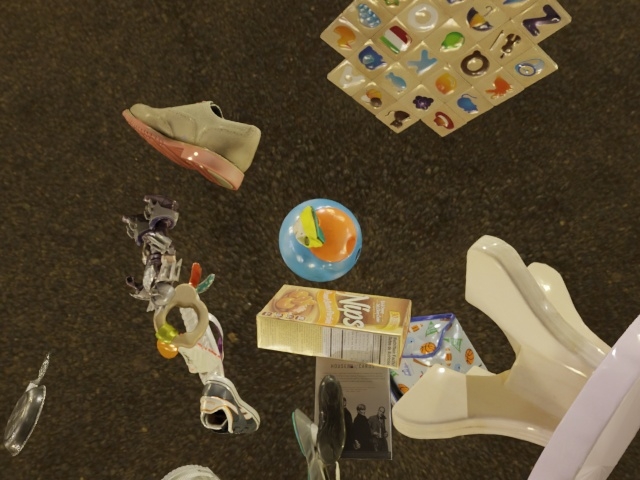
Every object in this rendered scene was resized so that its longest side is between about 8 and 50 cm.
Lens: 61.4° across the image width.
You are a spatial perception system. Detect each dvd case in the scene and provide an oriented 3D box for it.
[{"bbox_3d":[0.076,0.385,1.264,0.179,0.029,0.239,0,66,4],"label":"dvd case"}]

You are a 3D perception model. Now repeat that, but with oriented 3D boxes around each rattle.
[{"bbox_3d":[-0.323,0.173,1.308,0.130,0.143,0.200,4,59,3],"label":"rattle"}]

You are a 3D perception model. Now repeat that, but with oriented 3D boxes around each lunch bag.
[{"bbox_3d":[0.326,0.443,1.830,0.239,0.385,0.328,-46,113,-38],"label":"lunch bag"}]

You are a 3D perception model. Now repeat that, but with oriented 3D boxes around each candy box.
[{"bbox_3d":[0.036,0.187,1.220,0.316,0.183,0.088,5,110,15],"label":"candy box"}]

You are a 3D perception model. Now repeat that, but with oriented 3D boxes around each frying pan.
[{"bbox_3d":[-0.836,0.452,1.569,0.053,0.197,0.326,29,51,-32],"label":"frying pan"}]

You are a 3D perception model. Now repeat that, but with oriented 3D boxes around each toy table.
[{"bbox_3d":[0.210,0.125,0.507,0.274,0.252,0.161,-25,39,-36],"label":"toy table"}]

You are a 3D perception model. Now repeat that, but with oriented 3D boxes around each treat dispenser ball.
[{"bbox_3d":[0.000,0.000,1.872,0.288,0.288,0.288,0,78,2],"label":"treat dispenser ball"}]

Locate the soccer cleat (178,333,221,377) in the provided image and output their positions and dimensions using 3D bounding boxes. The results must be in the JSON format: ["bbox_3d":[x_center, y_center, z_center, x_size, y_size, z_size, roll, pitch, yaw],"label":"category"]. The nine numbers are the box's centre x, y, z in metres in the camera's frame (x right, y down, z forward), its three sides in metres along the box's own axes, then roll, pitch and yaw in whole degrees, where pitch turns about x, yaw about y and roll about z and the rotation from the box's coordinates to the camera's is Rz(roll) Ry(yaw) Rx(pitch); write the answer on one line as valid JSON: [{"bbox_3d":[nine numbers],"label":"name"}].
[{"bbox_3d":[-0.332,0.310,1.427,0.068,0.196,0.076,24,73,32],"label":"soccer cleat"}]

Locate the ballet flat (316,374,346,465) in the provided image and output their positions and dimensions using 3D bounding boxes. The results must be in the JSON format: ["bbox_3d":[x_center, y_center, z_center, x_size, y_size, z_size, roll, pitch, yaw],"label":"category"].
[{"bbox_3d":[0.022,0.345,1.040,0.057,0.049,0.173,2,92,1],"label":"ballet flat"}]

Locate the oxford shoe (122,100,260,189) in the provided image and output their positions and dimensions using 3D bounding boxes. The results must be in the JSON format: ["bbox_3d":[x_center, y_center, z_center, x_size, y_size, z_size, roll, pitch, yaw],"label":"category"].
[{"bbox_3d":[-0.287,-0.243,1.208,0.397,0.140,0.147,29,82,29],"label":"oxford shoe"}]

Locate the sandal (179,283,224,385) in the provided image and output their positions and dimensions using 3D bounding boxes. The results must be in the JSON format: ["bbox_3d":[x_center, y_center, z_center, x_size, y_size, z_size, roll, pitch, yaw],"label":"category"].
[{"bbox_3d":[-0.391,0.330,1.892,0.102,0.169,0.416,-9,64,-34],"label":"sandal"}]

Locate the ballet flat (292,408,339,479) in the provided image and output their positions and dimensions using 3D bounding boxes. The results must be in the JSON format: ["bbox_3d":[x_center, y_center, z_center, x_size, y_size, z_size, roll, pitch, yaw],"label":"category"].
[{"bbox_3d":[-0.001,0.434,1.078,0.068,0.072,0.213,-21,55,8],"label":"ballet flat"}]

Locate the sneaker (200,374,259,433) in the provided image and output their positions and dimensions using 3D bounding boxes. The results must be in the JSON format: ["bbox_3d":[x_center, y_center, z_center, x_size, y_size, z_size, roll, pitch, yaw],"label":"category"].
[{"bbox_3d":[-0.300,0.567,1.732,0.126,0.321,0.127,-4,46,21],"label":"sneaker"}]

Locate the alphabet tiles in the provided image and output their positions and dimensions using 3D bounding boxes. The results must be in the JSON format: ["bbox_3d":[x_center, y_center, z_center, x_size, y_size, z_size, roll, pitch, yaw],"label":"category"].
[{"bbox_3d":[0.175,-0.289,0.822,0.285,0.342,0.011,31,57,-25],"label":"alphabet tiles"}]

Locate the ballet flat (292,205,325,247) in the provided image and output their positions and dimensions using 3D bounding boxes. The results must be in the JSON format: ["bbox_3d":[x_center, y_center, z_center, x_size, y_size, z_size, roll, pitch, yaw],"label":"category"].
[{"bbox_3d":[-0.036,-0.028,1.513,0.077,0.231,0.077,-14,71,3],"label":"ballet flat"}]

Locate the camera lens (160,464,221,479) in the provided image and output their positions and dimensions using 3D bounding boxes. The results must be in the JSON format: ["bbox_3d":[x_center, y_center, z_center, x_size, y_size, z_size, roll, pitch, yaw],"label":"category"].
[{"bbox_3d":[-0.325,0.758,1.436,0.219,0.274,0.219,-5,101,-30],"label":"camera lens"}]

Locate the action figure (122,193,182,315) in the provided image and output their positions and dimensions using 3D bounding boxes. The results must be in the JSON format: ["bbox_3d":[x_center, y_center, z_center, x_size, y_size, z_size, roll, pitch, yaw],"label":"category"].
[{"bbox_3d":[-0.351,0.033,1.133,0.185,0.099,0.285,-50,41,29],"label":"action figure"}]
